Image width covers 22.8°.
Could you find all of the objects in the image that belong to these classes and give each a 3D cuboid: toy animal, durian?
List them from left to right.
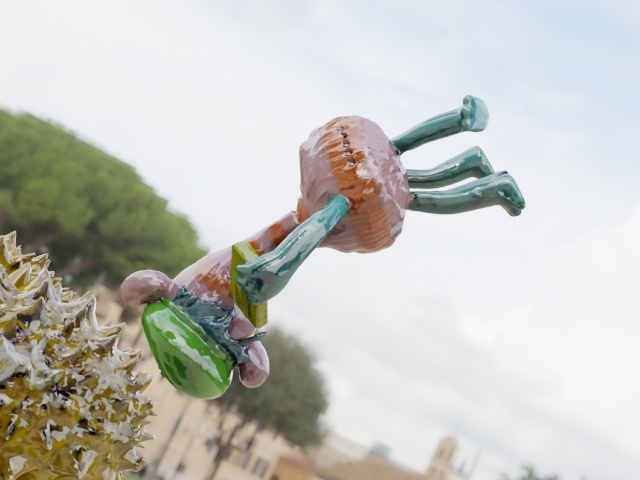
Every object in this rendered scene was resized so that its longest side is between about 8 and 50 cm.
[{"bbox_3d":[-0.206,0.067,0.871,0.250,0.183,0.138,8,-8,-18],"label":"durian"},{"bbox_3d":[0.000,0.000,0.797,0.100,0.208,0.103,61,-1,-6],"label":"toy animal"}]
